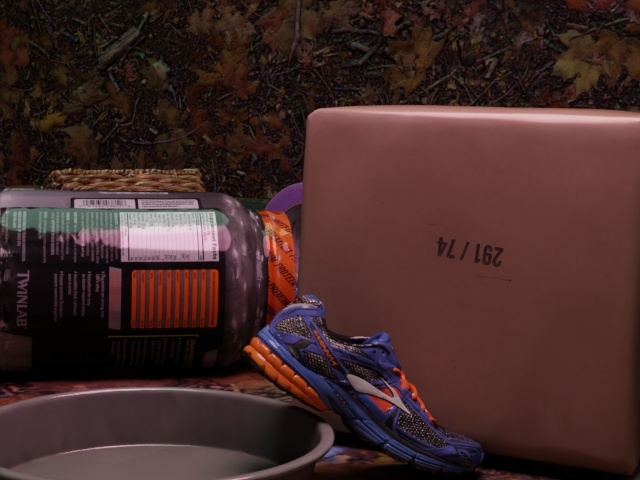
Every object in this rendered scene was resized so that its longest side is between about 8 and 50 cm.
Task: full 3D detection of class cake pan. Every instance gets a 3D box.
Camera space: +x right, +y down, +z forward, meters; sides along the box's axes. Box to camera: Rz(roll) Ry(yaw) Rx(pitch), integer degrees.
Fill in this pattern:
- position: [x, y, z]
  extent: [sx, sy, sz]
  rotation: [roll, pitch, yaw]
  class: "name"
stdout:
- position: [-0.135, 0.173, 0.947]
  extent: [0.293, 0.054, 0.293]
  rotation: [1, 7, 0]
  class: "cake pan"

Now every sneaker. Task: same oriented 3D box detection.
- position: [0.046, 0.123, 1.004]
  extent: [0.221, 0.087, 0.083]
  rotation: [33, -5, -8]
  class: "sneaker"

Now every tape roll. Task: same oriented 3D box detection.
- position: [0.000, 0.000, 1.903]
  extent: [0.189, 0.189, 0.080]
  rotation: [5, 8, 30]
  class: "tape roll"

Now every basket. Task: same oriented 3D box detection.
- position: [-0.349, 0.014, 2.139]
  extent: [0.299, 0.223, 0.213]
  rotation: [-3, -25, -32]
  class: "basket"

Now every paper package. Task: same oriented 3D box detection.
- position: [0.155, 0.033, 1.107]
  extent: [0.324, 0.310, 0.168]
  rotation: [5, 3, 24]
  class: "paper package"

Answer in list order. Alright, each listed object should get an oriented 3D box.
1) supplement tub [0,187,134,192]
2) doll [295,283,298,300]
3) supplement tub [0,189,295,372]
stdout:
- position: [-0.365, 0.026, 1.585]
  extent: [0.272, 0.191, 0.191]
  rotation: [1, 6, -2]
  class: "supplement tub"
- position: [-0.112, 0.077, 1.833]
  extent: [0.189, 0.046, 0.129]
  rotation: [2, 5, 0]
  class: "doll"
- position: [-0.208, 0.046, 1.381]
  extent: [0.337, 0.207, 0.207]
  rotation: [1, 6, -13]
  class: "supplement tub"
